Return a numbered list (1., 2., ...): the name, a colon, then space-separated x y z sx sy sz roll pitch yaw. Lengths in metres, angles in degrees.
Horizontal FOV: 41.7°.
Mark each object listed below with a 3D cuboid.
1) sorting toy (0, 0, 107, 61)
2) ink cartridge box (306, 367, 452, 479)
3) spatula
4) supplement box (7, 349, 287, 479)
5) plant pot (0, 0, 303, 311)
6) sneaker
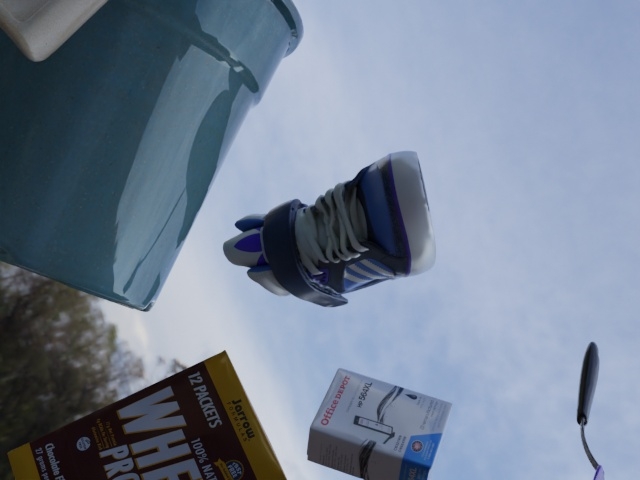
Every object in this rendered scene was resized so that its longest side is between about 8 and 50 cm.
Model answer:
1. sorting toy: -0.222 -0.234 0.535 0.041 0.307 0.229 9 -36 47
2. ink cartridge box: 0.096 0.311 1.370 0.203 0.148 0.086 15 -50 14
3. spatula: 0.318 0.232 0.991 0.296 0.030 0.084 -72 153 -46
4. supplement box: -0.132 0.225 0.737 0.129 0.194 0.191 60 -12 29
5. plant pot: -0.234 -0.123 0.853 0.341 0.341 0.334 0 -112 66
6. sneaker: 0.000 0.000 0.991 0.323 0.236 0.130 91 -10 -77
